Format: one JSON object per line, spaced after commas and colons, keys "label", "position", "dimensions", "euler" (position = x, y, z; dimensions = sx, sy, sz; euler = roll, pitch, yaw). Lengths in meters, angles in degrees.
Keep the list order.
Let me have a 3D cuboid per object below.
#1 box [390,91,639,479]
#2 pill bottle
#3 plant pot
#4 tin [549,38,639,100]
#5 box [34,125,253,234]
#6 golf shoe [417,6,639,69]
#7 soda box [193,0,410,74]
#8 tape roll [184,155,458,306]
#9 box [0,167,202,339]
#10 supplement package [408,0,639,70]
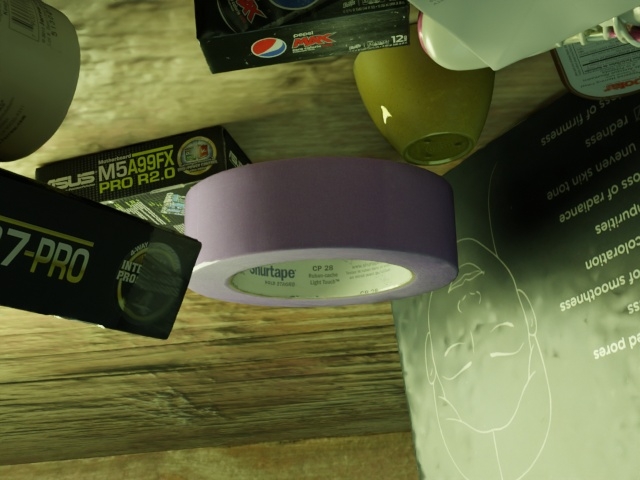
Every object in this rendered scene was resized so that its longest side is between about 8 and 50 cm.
{"label": "box", "position": [0.338, 0.116, 1.117], "dimensions": [0.298, 0.471, 0.480], "euler": [7, 156, -31]}
{"label": "pill bottle", "position": [-0.296, -0.147, 0.711], "dimensions": [0.131, 0.131, 0.229], "euler": [-20, 155, 31]}
{"label": "plant pot", "position": [0.102, -0.126, 0.939], "dimensions": [0.134, 0.095, 0.134], "euler": [-6, 160, -2]}
{"label": "tin", "position": [0.245, -0.185, 0.870], "dimensions": [0.106, 0.040, 0.189], "euler": [-9, 150, 24]}
{"label": "box", "position": [-0.165, -0.029, 1.161], "dimensions": [0.216, 0.060, 0.270], "euler": [-12, 159, 11]}
{"label": "golf shoe", "position": [0.200, -0.189, 0.718], "dimensions": [0.306, 0.140, 0.115], "euler": [-23, 129, 31]}
{"label": "soda box", "position": [-0.014, -0.182, 0.816], "dimensions": [0.169, 0.053, 0.060], "euler": [-9, 158, 3]}
{"label": "tape roll", "position": [0.000, 0.000, 1.029], "dimensions": [0.275, 0.090, 0.275], "euler": [-2, 166, 0]}
{"label": "box", "position": [-0.338, -0.040, 0.777], "dimensions": [0.395, 0.097, 0.318], "euler": [17, 175, 38]}
{"label": "supplement package", "position": [0.115, -0.241, 0.574], "dimensions": [0.204, 0.145, 0.262], "euler": [-21, 154, 31]}
